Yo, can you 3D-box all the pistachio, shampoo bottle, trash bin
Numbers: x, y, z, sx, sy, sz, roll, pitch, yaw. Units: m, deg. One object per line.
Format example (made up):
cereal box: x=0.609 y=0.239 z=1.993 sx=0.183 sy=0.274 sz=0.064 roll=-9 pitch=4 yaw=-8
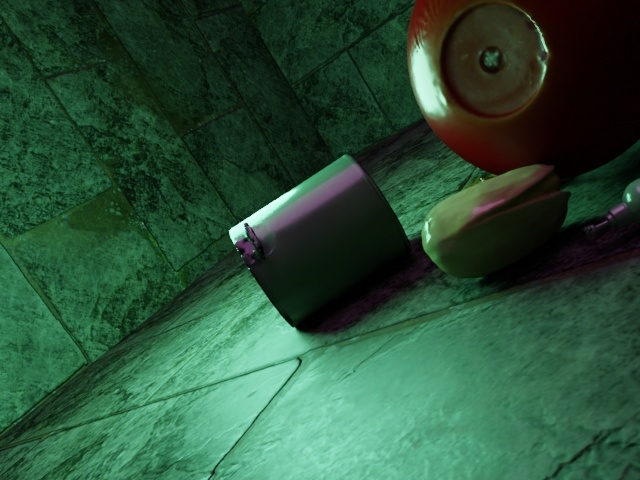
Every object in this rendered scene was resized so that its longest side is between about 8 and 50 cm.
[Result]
pistachio: x=0.231 y=-0.022 z=0.818 sx=0.200 sy=0.117 sz=0.145 roll=-23 pitch=-3 yaw=13
shampoo bottle: x=0.383 y=-0.055 z=0.690 sx=0.195 sy=0.056 sz=0.056 roll=-30 pitch=10 yaw=14
trash bin: x=0.000 y=0.000 z=1.151 sx=0.262 sy=0.217 sz=0.277 roll=-34 pitch=-30 yaw=-1

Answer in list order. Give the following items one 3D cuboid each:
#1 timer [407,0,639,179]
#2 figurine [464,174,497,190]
timer: x=0.304 y=-0.271 z=0.879 sx=0.279 sy=0.378 sz=0.378 roll=-30 pitch=6 yaw=-40
figurine: x=0.322 y=-0.111 z=1.137 sx=0.143 sy=0.068 sz=0.101 roll=-34 pitch=-9 yaw=22
